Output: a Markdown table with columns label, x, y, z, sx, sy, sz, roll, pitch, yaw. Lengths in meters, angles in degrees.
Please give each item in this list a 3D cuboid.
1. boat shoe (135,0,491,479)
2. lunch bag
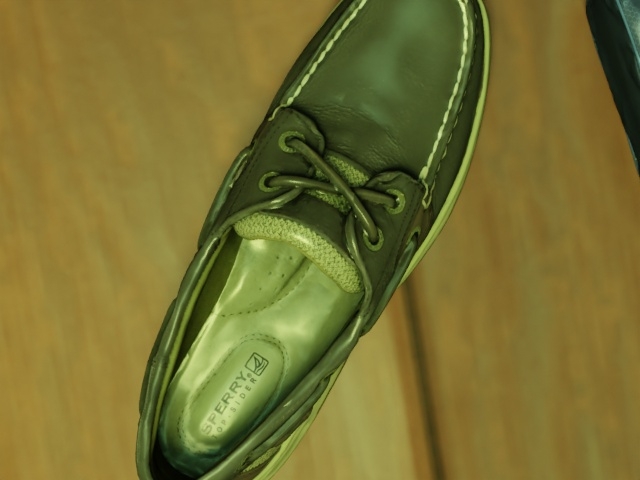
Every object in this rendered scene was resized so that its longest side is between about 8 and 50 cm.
| label | x | y | z | sx | sy | sz | roll | pitch | yaw |
| --- | --- | --- | --- | --- | --- | --- | --- | --- | --- |
| boat shoe | -0.001 | 0.000 | 0.435 | 0.080 | 0.073 | 0.223 | 28 | 95 | 1 |
| lunch bag | 0.142 | -0.057 | 0.426 | 0.065 | 0.067 | 0.098 | -19 | 93 | 5 |
